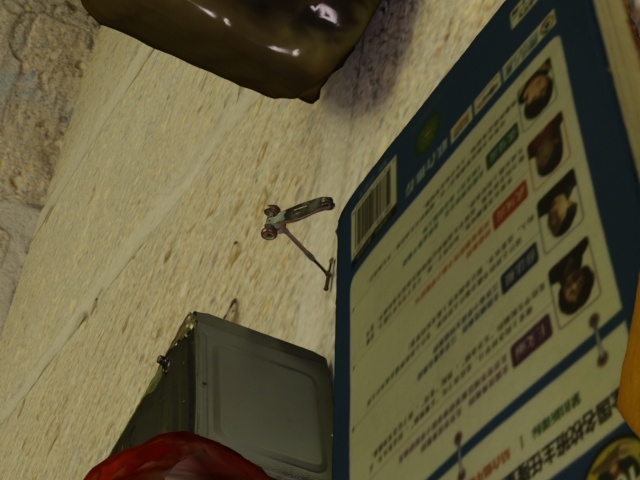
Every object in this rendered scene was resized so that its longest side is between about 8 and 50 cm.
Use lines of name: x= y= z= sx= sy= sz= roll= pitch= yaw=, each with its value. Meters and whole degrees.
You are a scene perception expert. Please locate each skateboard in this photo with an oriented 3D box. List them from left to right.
skateboard: x=0.000 y=0.000 z=0.906 sx=0.063 sy=0.083 sz=0.032 roll=-18 pitch=45 yaw=26

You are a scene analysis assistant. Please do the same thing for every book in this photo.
book: x=0.087 y=0.047 z=0.650 sx=0.300 sy=0.039 sz=0.428 roll=-52 pitch=25 yaw=39

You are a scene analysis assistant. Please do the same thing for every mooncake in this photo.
mooncake: x=-0.017 y=-0.329 z=1.024 sx=0.394 sy=0.246 sz=0.393 roll=-53 pitch=16 yaw=36

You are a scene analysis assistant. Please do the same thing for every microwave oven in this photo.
microwave oven: x=-0.089 y=0.180 z=0.842 sx=0.205 sy=0.129 sz=0.163 roll=-58 pitch=20 yaw=27

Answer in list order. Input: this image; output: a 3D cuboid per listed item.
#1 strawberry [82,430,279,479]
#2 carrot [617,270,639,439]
strawberry: x=-0.067 y=0.229 z=0.439 sx=0.312 sy=0.267 sz=0.351 roll=-123 pitch=34 yaw=-53
carrot: x=0.197 y=-0.054 z=0.371 sx=0.302 sy=0.114 sz=0.114 roll=-64 pitch=20 yaw=10
